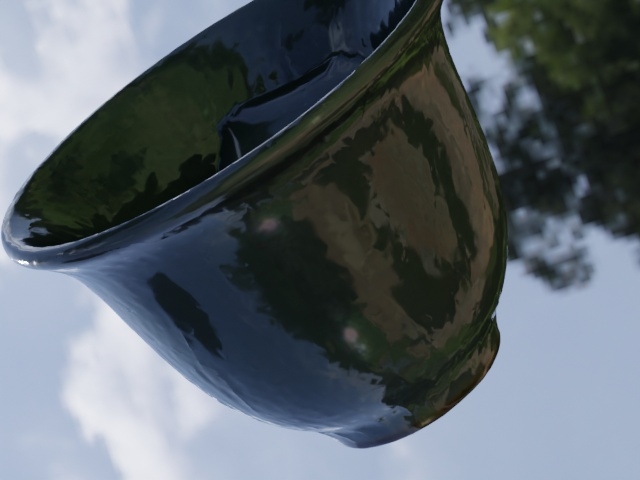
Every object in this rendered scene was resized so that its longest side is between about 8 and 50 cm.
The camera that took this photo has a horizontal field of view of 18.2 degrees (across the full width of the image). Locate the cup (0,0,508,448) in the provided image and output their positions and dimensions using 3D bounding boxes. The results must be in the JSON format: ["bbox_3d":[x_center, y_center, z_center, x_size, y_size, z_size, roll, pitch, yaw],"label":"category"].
[{"bbox_3d":[0.000,0.000,0.772,0.150,0.199,0.199,55,-155,-19],"label":"cup"}]
